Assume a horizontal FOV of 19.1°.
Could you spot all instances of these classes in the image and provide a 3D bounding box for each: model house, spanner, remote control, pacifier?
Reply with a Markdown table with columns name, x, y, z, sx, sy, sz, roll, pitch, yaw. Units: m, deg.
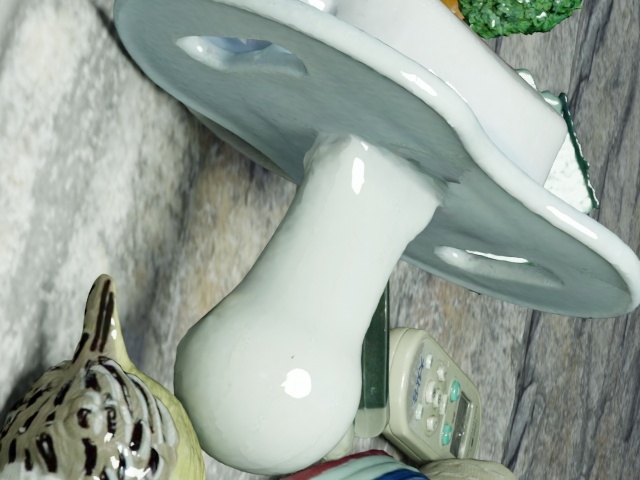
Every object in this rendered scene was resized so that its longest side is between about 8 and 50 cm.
| name | x | y | z | sx | sy | sz | roll | pitch | yaw |
| --- | --- | --- | --- | --- | --- | --- | --- | --- | --- |
| model house | 0.127 | -0.051 | 1.417 | 0.148 | 0.119 | 0.148 | -122 | -168 | -84 |
| spanner | 0.015 | -0.029 | 1.176 | 0.096 | 0.040 | 0.324 | -24 | 114 | -67 |
| remote control | 0.076 | 0.122 | 1.396 | 0.221 | 0.042 | 0.078 | 49 | 50 | -65 |
| pacifier | 0.000 | 0.000 | 0.896 | 0.299 | 0.244 | 0.233 | 38 | 68 | -35 |

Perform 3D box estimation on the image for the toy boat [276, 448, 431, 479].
| name | x | y | z | sx | sy | sz | roll | pitch | yaw |
| --- | --- | --- | --- | --- | --- | --- | --- | --- | --- |
| toy boat | 0.008 | 0.164 | 1.200 | 0.046 | 0.080 | 0.229 | 64 | 21 | 11 |

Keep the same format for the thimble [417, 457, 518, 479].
| name | x | y | z | sx | sy | sz | roll | pitch | yaw |
| --- | --- | --- | --- | --- | --- | --- | --- | --- | --- |
| thimble | 0.089 | 0.214 | 1.356 | 0.090 | 0.115 | 0.102 | -39 | 110 | -62 |

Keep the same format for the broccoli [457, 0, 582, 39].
| name | x | y | z | sx | sy | sz | roll | pitch | yaw |
| --- | --- | --- | --- | --- | --- | --- | --- | --- | --- |
| broccoli | 0.092 | -0.244 | 1.119 | 0.254 | 0.269 | 0.269 | -30 | 132 | -23 |

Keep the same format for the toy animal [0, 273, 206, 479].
| name | x | y | z | sx | sy | sz | roll | pitch | yaw |
| --- | --- | --- | --- | --- | --- | --- | --- | --- | --- |
| toy animal | -0.105 | 0.090 | 0.832 | 0.098 | 0.098 | 0.137 | -30 | 108 | -66 |

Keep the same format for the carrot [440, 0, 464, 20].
| name | x | y | z | sx | sy | sz | roll | pitch | yaw |
| --- | --- | --- | --- | --- | --- | --- | --- | --- | --- |
| carrot | 0.112 | -0.241 | 1.353 | 0.069 | 0.069 | 0.336 | 31 | 70 | -68 |
